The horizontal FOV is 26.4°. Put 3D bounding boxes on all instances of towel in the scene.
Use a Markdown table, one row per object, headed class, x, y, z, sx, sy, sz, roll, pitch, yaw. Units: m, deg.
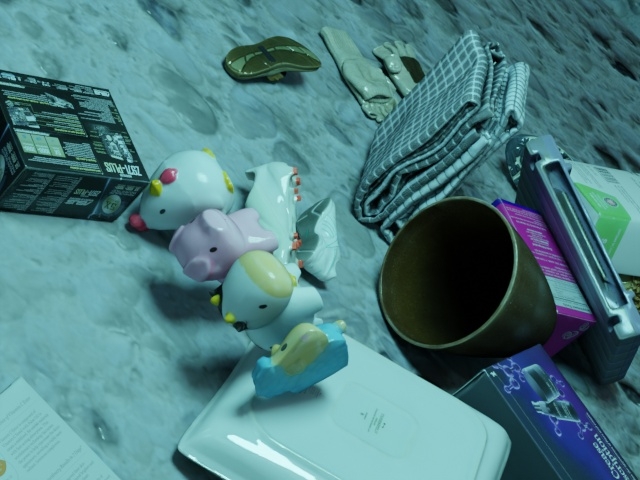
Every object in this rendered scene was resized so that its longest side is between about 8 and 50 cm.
| class | x | y | z | sx | sy | sz | roll | pitch | yaw |
| --- | --- | --- | --- | --- | --- | --- | --- | --- | --- |
| towel | 0.174 | -0.159 | 2.016 | 0.121 | 0.283 | 0.235 | 39 | 30 | -11 |

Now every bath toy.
| class | x | y | z | sx | sy | sz | roll | pitch | yaw |
| --- | --- | --- | --- | --- | --- | --- | --- | --- | --- |
| bath toy | -0.106 | 0.026 | 1.555 | 0.129 | 0.151 | 0.348 | -28 | 54 | -16 |

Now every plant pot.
| class | x | y | z | sx | sy | sz | roll | pitch | yaw |
| --- | --- | --- | --- | --- | --- | --- | --- | --- | --- |
| plant pot | 0.234 | 0.080 | 1.917 | 0.230 | 0.215 | 0.215 | 31 | 32 | -48 |

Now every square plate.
| class | x | y | z | sx | sy | sz | roll | pitch | yaw |
| --- | --- | --- | --- | --- | --- | --- | --- | --- | --- |
| square plate | 0.050 | 0.222 | 1.552 | 0.344 | 0.049 | 0.347 | 30 | 28 | 2 |

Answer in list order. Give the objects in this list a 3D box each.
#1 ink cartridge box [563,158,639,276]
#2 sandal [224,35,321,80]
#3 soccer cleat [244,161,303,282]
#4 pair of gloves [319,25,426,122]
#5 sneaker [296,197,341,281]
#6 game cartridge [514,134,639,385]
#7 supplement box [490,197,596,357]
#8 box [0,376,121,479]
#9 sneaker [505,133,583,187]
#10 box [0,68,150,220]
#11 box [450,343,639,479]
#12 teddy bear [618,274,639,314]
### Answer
| class | x | y | z | sx | sy | sz | roll | pitch | yaw |
| --- | --- | --- | --- | --- | --- | --- | --- | --- | --- |
| ink cartridge box | 0.538 | -0.032 | 2.378 | 0.273 | 0.115 | 0.198 | 9 | 29 | -22 |
| sandal | -0.078 | -0.266 | 2.067 | 0.180 | 0.049 | 0.072 | -17 | 62 | -41 |
| soccer cleat | -0.064 | -0.014 | 1.776 | 0.068 | 0.076 | 0.196 | 74 | 13 | -58 |
| pair of gloves | 0.117 | -0.275 | 2.321 | 0.240 | 0.042 | 0.204 | 8 | 48 | -46 |
| sneaker | 0.000 | 0.000 | 1.850 | 0.061 | 0.053 | 0.152 | 50 | 29 | -26 |
| game cartridge | 0.406 | 0.034 | 2.157 | 0.230 | 0.068 | 0.355 | 73 | -4 | -66 |
| supplement box | 0.311 | 0.061 | 2.099 | 0.114 | 0.111 | 0.220 | 15 | 43 | -43 |
| box | -0.262 | 0.230 | 1.199 | 0.170 | 0.091 | 0.130 | 46 | 31 | -1 |
| sneaker | 0.429 | -0.113 | 2.492 | 0.283 | 0.110 | 0.122 | 31 | 16 | -29 |
| box | -0.305 | -0.108 | 1.556 | 0.180 | 0.077 | 0.147 | 5 | 50 | -49 |
| box | 0.302 | 0.286 | 1.837 | 0.184 | 0.103 | 0.261 | -15 | 66 | -54 |
| teddy bear | 0.615 | 0.132 | 2.428 | 0.338 | 0.113 | 0.245 | 23 | 30 | -22 |
